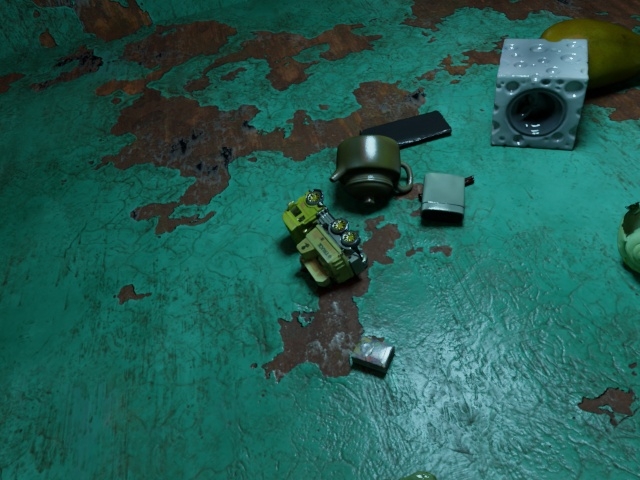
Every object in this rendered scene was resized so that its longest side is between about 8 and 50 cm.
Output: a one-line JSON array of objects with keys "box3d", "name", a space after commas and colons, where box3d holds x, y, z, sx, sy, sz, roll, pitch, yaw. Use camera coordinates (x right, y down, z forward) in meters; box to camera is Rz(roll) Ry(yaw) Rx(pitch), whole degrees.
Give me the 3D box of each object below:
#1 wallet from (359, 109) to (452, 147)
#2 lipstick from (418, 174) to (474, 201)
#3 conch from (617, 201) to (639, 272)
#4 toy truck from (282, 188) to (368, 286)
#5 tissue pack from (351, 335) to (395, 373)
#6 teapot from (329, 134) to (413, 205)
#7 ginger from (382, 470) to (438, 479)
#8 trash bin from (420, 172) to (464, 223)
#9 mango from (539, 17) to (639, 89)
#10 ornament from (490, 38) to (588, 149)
[{"box3d": [0.279, -0.357, 1.781, 0.285, 0.030, 0.146, -16, 41, -3], "name": "wallet"}, {"box3d": [0.365, -0.150, 1.564, 0.177, 0.027, 0.027, -19, 45, -10], "name": "lipstick"}, {"box3d": [0.779, -0.025, 1.273, 0.144, 0.137, 0.250, 13, 50, 24], "name": "conch"}, {"box3d": [0.000, 0.000, 1.425, 0.157, 0.124, 0.272, -33, 51, -7], "name": "toy truck"}, {"box3d": [0.118, 0.252, 1.209, 0.083, 0.035, 0.063, 13, 50, 23], "name": "tissue pack"}, {"box3d": [0.149, -0.185, 1.553, 0.268, 0.185, 0.175, 6, 77, -21], "name": "teapot"}, {"box3d": [0.127, 0.525, 0.907, 0.137, 0.089, 0.290, -8, 37, 30], "name": "ginger"}, {"box3d": [0.337, -0.117, 1.492, 0.116, 0.059, 0.129, 7, 57, 7], "name": "trash bin"}, {"box3d": [0.885, -0.607, 1.776, 0.378, 0.221, 0.263, 0, 34, -3], "name": "mango"}, {"box3d": [0.657, -0.445, 1.640, 0.239, 0.239, 0.239, 8, 47, 19], "name": "ornament"}]
